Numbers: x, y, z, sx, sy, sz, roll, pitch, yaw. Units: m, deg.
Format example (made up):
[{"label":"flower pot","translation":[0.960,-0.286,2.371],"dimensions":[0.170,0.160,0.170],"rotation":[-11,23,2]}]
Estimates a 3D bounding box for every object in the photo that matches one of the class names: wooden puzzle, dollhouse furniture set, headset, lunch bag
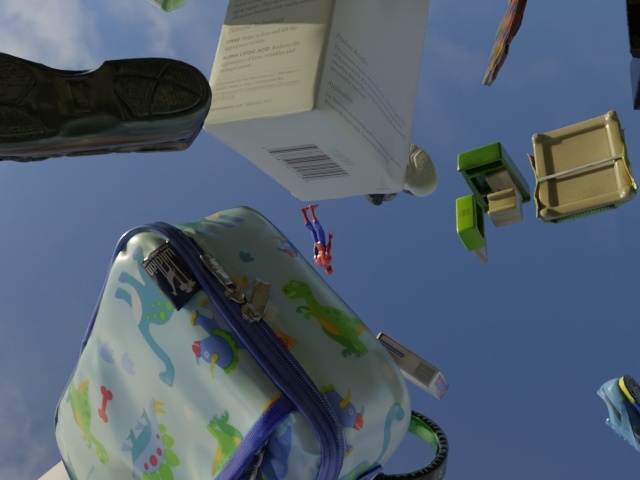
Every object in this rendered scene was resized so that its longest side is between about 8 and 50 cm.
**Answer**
[{"label":"wooden puzzle","translation":[0.117,-0.130,0.451],"dimensions":[0.006,0.049,0.083],"rotation":[19,-113,2]},{"label":"dollhouse furniture set","translation":[0.409,-0.080,1.274],"dimensions":[0.302,0.151,0.197],"rotation":[-15,-130,28]},{"label":"headset","translation":[0.052,0.423,1.428],"dimensions":[0.394,0.185,0.243],"rotation":[8,-159,11]},{"label":"lunch bag","translation":[-0.061,0.104,0.403],"dimensions":[0.090,0.219,0.176],"rotation":[-16,-122,-49]}]

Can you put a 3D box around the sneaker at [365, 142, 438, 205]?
[{"label":"sneaker","translation":[0.156,-0.133,1.503],"dimensions":[0.101,0.153,0.268],"rotation":[-38,-134,-14]}]

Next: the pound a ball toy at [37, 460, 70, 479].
[{"label":"pound a ball toy","translation":[-0.226,0.282,0.437],"dimensions":[0.208,0.319,0.135],"rotation":[-39,-81,4]}]

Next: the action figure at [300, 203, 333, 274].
[{"label":"action figure","translation":[0.000,0.000,1.157],"dimensions":[0.038,0.115,0.030],"rotation":[-14,-179,41]}]

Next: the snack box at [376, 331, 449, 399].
[{"label":"snack box","translation":[0.093,0.130,0.719],"dimensions":[0.064,0.178,0.022],"rotation":[31,-97,19]}]

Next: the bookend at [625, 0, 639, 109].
[{"label":"bookend","translation":[0.365,-0.149,0.681],"dimensions":[0.156,0.157,0.072],"rotation":[2,-124,15]}]

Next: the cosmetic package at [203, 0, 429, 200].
[{"label":"cosmetic package","translation":[0.015,-0.266,0.848],"dimensions":[0.156,0.217,0.384],"rotation":[-3,-112,32]}]

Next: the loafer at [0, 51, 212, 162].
[{"label":"loafer","translation":[-0.227,-0.098,0.601],"dimensions":[0.268,0.084,0.096],"rotation":[-4,-118,-18]}]

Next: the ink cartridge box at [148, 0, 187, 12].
[{"label":"ink cartridge box","translation":[-0.228,-0.388,0.786],"dimensions":[0.235,0.171,0.056],"rotation":[33,-146,-2]}]

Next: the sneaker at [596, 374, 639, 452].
[{"label":"sneaker","translation":[0.606,0.364,1.368],"dimensions":[0.069,0.082,0.209],"rotation":[3,-127,-45]}]
